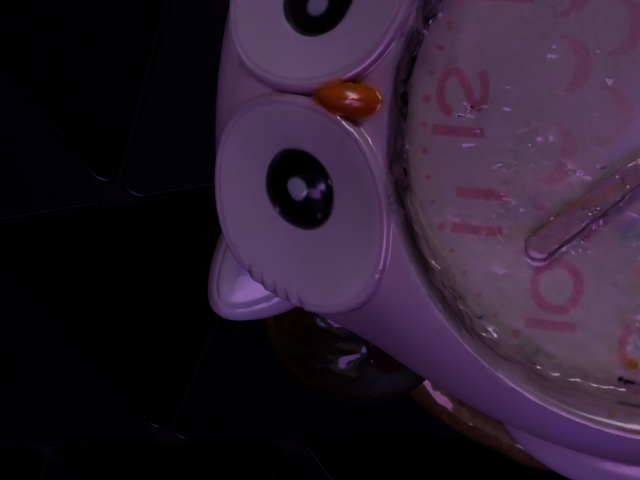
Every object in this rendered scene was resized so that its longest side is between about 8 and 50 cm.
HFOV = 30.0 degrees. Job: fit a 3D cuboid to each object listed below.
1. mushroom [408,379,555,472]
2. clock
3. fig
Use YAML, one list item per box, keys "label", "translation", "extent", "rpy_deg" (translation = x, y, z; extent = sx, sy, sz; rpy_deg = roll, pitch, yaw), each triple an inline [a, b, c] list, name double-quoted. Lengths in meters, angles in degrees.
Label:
- label: "mushroom"
  translation: [0.165, 0.054, 0.865]
  extent: [0.278, 0.146, 0.278]
  rpy_deg: [15, 126, 21]
- label: "clock"
  translation: [0.138, -0.061, 0.611]
  extent: [0.377, 0.250, 0.368]
  rpy_deg: [8, 99, 15]
- label: "fig"
  translation: [0.000, 0.000, 0.823]
  extent: [0.149, 0.245, 0.149]
  rpy_deg: [-15, 131, -19]
